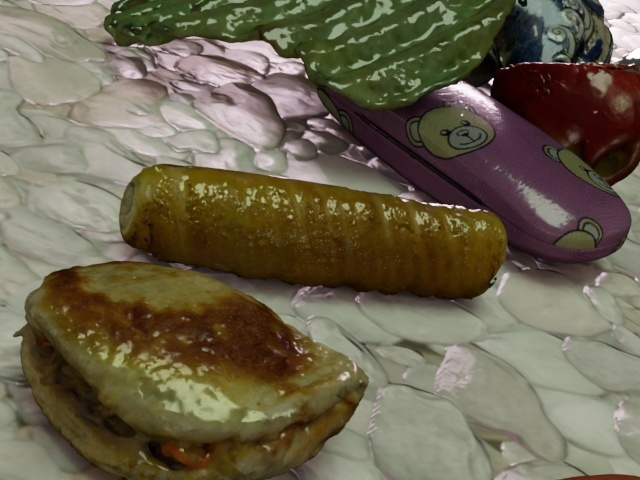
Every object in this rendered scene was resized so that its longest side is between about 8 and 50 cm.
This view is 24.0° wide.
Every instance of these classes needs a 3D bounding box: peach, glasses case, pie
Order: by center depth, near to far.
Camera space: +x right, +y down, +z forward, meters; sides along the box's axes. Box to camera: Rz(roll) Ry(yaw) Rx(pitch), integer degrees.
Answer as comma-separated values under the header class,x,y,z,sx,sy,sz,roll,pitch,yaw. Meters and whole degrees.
class,x,y,z,sx,sy,sz,roll,pitch,yaw
pie,-0.077,0.070,0.888,0.205,0.084,0.179,32,31,31
glasses case,0.125,-0.077,1.283,0.123,0.076,0.316,-13,41,-42
peach,0.210,-0.113,1.346,0.092,0.127,0.172,-11,35,-38

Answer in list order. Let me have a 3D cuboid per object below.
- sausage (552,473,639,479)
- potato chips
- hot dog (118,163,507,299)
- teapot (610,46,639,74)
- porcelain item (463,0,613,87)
class,x,y,z,sx,sy,sz,roll,pitch,yaw
sausage,0.081,0.181,0.754,0.259,0.113,0.113,-4,35,-35
potato chips,0.006,-0.265,1.378,0.373,0.097,0.389,13,50,24
hot dog,0.000,-0.001,1.077,0.289,0.083,0.068,8,48,-19
teapot,0.357,-0.151,1.530,0.149,0.111,0.108,1,18,-19
porcelain item,0.155,-0.208,1.508,0.288,0.138,0.186,18,44,-10
